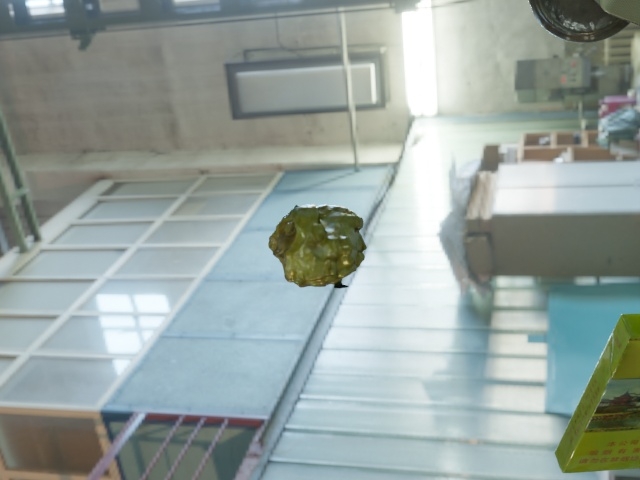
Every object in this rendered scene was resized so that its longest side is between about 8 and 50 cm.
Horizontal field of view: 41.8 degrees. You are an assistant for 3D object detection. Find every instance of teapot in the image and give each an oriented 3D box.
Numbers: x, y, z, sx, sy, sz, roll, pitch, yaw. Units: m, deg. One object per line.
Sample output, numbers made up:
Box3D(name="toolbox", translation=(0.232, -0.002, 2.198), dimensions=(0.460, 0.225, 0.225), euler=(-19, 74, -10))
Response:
Box3D(name="teapot", translation=(0.631, -0.614, 1.906), dimensions=(0.300, 0.253, 0.344), euler=(-52, -4, 30))

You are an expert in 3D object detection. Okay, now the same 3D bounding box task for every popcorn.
Box3D(name="popcorn", translation=(0.001, 0.011, 1.442), dimensions=(0.173, 0.174, 0.142), euler=(-37, -42, -70))

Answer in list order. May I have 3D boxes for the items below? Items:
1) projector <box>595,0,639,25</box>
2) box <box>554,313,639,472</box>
Box3D(name="projector", translation=(0.621, -0.554, 1.607), dimensions=(0.177, 0.163, 0.242), euler=(-102, 29, -52))
Box3D(name="box", translation=(0.464, 0.221, 1.182), dimensions=(0.047, 0.187, 0.335), euler=(-98, 9, -45))
